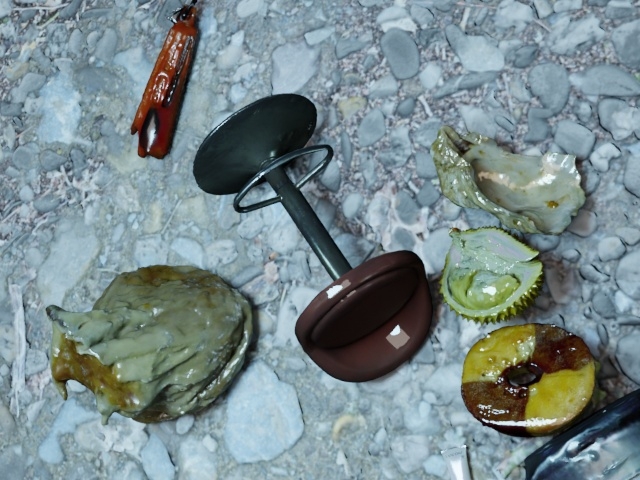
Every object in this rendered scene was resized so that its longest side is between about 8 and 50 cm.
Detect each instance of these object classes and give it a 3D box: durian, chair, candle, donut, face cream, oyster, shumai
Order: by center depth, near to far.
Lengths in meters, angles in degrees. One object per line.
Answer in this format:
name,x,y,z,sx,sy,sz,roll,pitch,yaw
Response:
candle,0.416,0.362,1.140,0.221,0.221,0.342,-37,70,12
donut,0.287,0.196,1.288,0.184,0.073,0.166,-13,53,19
face cream,0.202,0.349,1.340,0.038,0.020,0.115,-20,69,19
durian,0.237,0.047,1.357,0.146,0.102,0.208,-44,43,6
oyster,0.261,-0.079,1.366,0.233,0.161,0.107,30,135,20
chair,0.000,0.000,1.393,0.226,0.226,0.401,-39,67,11
shumai,-0.281,0.144,1.464,0.314,0.262,0.267,-20,72,17
candle,-0.265,-0.287,1.662,0.084,0.059,0.301,18,88,14
